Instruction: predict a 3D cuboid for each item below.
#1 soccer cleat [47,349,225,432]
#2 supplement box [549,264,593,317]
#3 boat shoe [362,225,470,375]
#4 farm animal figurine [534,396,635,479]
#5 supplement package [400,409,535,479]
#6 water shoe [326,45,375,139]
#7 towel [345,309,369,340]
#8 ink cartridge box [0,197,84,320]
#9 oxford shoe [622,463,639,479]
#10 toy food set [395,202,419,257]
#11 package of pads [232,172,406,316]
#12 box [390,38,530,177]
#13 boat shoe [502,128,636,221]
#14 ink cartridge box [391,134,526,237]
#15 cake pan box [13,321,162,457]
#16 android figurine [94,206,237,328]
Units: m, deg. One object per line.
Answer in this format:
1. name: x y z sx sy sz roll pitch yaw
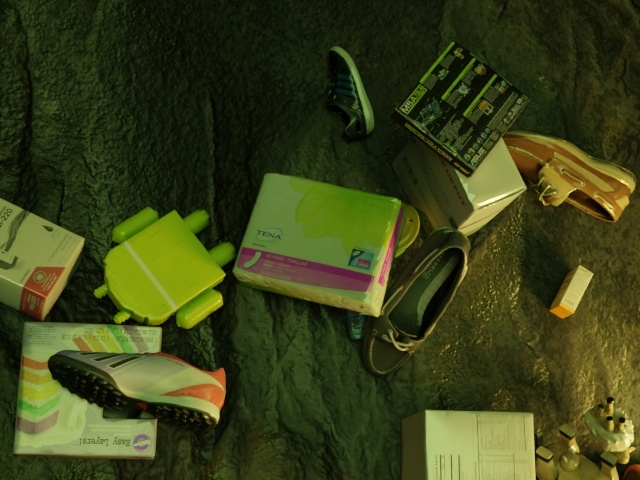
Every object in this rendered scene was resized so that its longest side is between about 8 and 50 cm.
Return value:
1. soccer cleat: -0.326 0.245 1.791 0.318 0.108 0.116 17 52 -4
2. supplement box: 0.516 0.106 2.052 0.036 0.062 0.098 31 72 1
3. boat shoe: 0.176 0.125 1.894 0.112 0.095 0.335 28 104 -8
4. farm animal figurine: 0.508 0.495 1.860 0.330 0.172 0.327 -26 46 -11
5. supplement package: 0.270 0.400 1.862 0.203 0.194 0.149 3 74 -10
6. water shoe: 0.046 -0.309 2.074 0.080 0.073 0.203 -21 79 -12
7. towel: 0.081 0.139 1.985 0.067 0.029 0.119 -4 77 -11
8. ink cartridge box: -0.573 0.026 1.846 0.218 0.092 0.158 25 51 -1
9. oxford shoe: 0.674 0.618 1.914 0.133 0.130 0.363 5 74 -15
10. toy food set: 0.098 0.002 1.999 0.218 0.071 0.128 -23 60 3
11. package of pads: 0.000 0.000 1.922 0.296 0.101 0.229 12 71 17
12. box: 0.254 -0.240 1.807 0.184 0.045 0.190 37 72 4
13. boat shoe: 0.503 -0.133 2.085 0.324 0.122 0.120 20 76 -3
14. ink cartridge box: 0.264 -0.128 1.951 0.121 0.289 0.211 -22 81 -14
15. cake pan box: -0.421 0.278 1.841 0.267 0.070 0.246 5 77 -10
16. android figurine: -0.301 0.055 1.914 0.273 0.056 0.248 -37 83 -24
